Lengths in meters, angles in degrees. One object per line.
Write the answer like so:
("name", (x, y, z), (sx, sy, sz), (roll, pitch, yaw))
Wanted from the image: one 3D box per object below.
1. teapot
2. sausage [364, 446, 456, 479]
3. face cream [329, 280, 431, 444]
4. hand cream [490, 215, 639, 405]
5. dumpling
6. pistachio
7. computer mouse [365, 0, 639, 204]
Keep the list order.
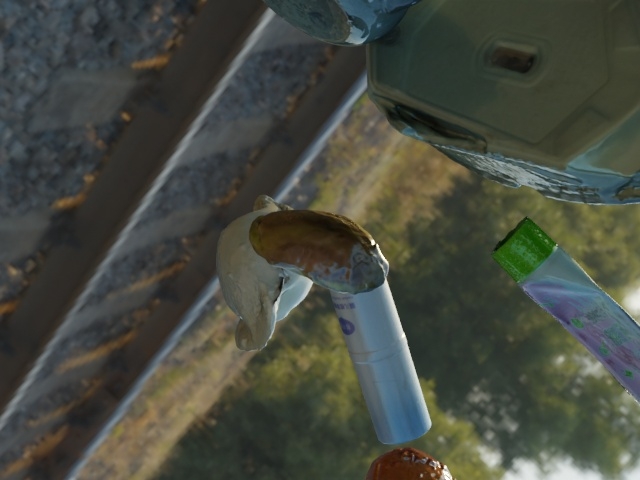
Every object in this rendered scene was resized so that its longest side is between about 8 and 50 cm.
("teapot", (0.012, -0.300, 1.286), (0.129, 0.294, 0.193), (-58, 147, -16))
("sausage", (0.121, 0.434, 1.764), (0.153, 0.141, 0.268), (116, -13, -50))
("face cream", (0.074, 0.138, 1.572), (0.077, 0.250, 0.077), (-18, -167, 4))
("hand cream", (0.265, 0.092, 1.076), (0.050, 0.275, 0.079), (-45, 178, 0))
("dumpling", (-0.106, 0.064, 1.977), (0.243, 0.175, 0.227), (-46, 167, -51))
("pistachio", (0.000, 0.000, 1.391), (0.049, 0.173, 0.089), (98, 17, -54))
("computer mouse", (0.242, -0.165, 1.336), (0.228, 0.429, 0.145), (-63, 148, -11))
